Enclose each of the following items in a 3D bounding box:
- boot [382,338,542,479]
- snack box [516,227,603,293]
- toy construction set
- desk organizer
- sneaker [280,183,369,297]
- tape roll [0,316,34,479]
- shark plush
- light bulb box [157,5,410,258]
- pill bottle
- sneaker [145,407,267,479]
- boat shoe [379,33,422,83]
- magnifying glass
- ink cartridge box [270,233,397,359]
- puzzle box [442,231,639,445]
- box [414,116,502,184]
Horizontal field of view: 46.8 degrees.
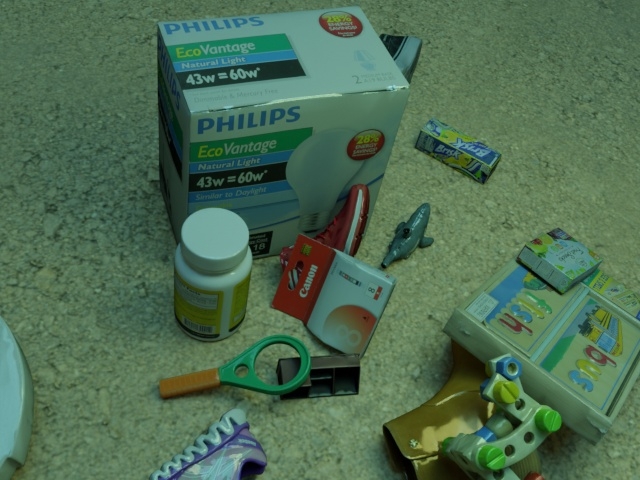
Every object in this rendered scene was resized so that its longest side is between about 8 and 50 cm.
[{"bbox_3d":[0.190,0.253,1.123,0.211,0.104,0.295,-6,56,-18],"label":"boot"},{"bbox_3d":[0.420,0.032,1.294,0.100,0.037,0.141,42,36,24],"label":"snack box"},{"bbox_3d":[0.299,0.332,0.992,0.327,0.151,0.215,43,69,6],"label":"toy construction set"},{"bbox_3d":[-0.001,0.213,1.157,0.130,0.047,0.050,-2,53,-12],"label":"desk organizer"},{"bbox_3d":[0.000,0.000,1.248,0.128,0.087,0.221,17,93,9],"label":"sneaker"},{"bbox_3d":[-0.578,0.227,0.961,0.392,0.072,0.392,3,62,-6],"label":"tape roll"},{"bbox_3d":[0.149,-0.007,1.358,0.161,0.067,0.073,-33,63,-32],"label":"shark plush"},{"bbox_3d":[-0.082,-0.170,1.256,0.357,0.361,0.225,-11,53,-19],"label":"light bulb box"},{"bbox_3d":[-0.168,0.054,1.150,0.119,0.208,0.119,6,49,-7],"label":"pill bottle"},{"bbox_3d":[-0.162,0.334,0.998,0.104,0.095,0.236,44,54,15],"label":"sneaker"},{"bbox_3d":[0.135,-0.360,1.636,0.119,0.121,0.335,14,38,11],"label":"boat shoe"},{"bbox_3d":[-0.128,0.201,1.120,0.230,0.026,0.092,-11,58,-3],"label":"magnifying glass"},{"bbox_3d":[0.016,0.089,1.201,0.179,0.145,0.045,24,17,8],"label":"ink cartridge box"},{"bbox_3d":[0.403,0.136,1.218,0.272,0.052,0.409,37,35,18],"label":"puzzle box"},{"bbox_3d":[0.288,-0.188,1.547,0.169,0.054,0.059,32,52,14],"label":"box"}]
